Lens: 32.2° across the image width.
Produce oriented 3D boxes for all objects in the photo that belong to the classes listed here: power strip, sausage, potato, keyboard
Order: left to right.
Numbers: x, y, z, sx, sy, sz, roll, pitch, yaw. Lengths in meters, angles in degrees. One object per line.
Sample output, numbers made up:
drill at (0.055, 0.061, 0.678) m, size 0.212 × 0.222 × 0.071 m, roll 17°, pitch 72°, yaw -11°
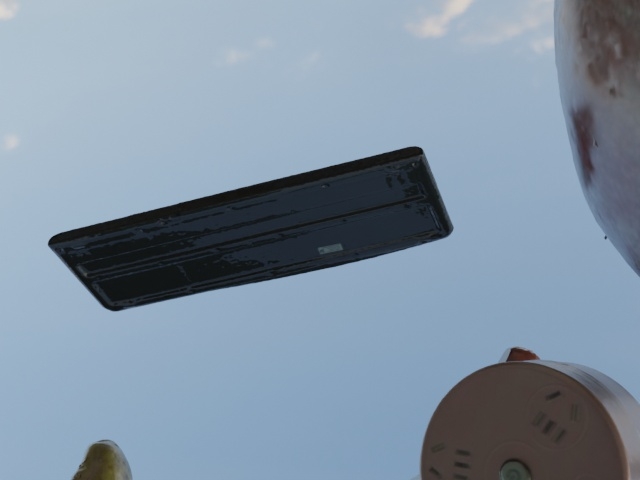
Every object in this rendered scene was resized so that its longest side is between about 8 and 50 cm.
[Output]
potato at (-0.287, 0.321, 1.467) m, size 0.070 × 0.092 × 0.138 m, roll -19°, pitch -153°, yaw 19°
keyboard at (0.002, -0.011, 0.763) m, size 0.381 × 0.103 × 0.041 m, roll -7°, pitch -128°, yaw 18°
sausage at (0.258, 0.184, 1.466) m, size 0.094 × 0.054 × 0.059 m, roll -59°, pitch -176°, yaw -22°
power strip at (0.148, 0.157, 0.745) m, size 0.154 × 0.154 × 0.078 m, roll 3°, pitch 175°, yaw 36°

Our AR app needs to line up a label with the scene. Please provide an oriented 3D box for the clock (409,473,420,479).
clock at (0.143, 0.424, 1.773) m, size 0.235 × 0.029 × 0.235 m, roll -34°, pitch 177°, yaw -2°

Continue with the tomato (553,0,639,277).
tomato at (0.262, -0.086, 0.514) m, size 0.282 × 0.317 × 0.317 m, roll -23°, pitch -159°, yaw 37°
